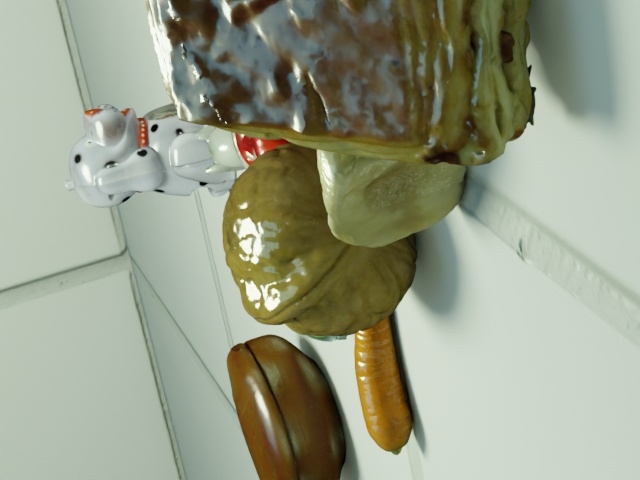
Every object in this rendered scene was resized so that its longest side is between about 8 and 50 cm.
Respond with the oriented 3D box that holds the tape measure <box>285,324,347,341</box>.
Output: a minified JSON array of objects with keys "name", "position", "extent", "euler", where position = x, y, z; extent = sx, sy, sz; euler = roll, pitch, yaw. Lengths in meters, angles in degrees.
[{"name":"tape measure","position":[-0.021,0.047,2.189],"extent":[0.154,0.087,0.177],"euler":[2,111,63]}]

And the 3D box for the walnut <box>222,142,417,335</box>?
[{"name":"walnut","position":[0.000,0.000,1.828],"extent":[0.228,0.228,0.228],"euler":[162,90,-76]}]

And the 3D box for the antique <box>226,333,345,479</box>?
[{"name":"antique","position":[-0.047,0.273,2.486],"extent":[0.223,0.129,0.278],"euler":[157,95,-76]}]

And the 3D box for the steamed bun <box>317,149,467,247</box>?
[{"name":"steamed bun","position":[0.052,-0.100,1.628],"extent":[0.172,0.141,0.155],"euler":[88,164,-58]}]

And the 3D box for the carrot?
[{"name":"carrot","position":[0.067,0.133,2.031],"extent":[0.066,0.062,0.271],"euler":[-52,-45,-66]}]

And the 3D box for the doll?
[{"name":"doll","position":[-0.063,-0.129,2.148],"extent":[0.384,0.099,0.188],"euler":[5,111,68]}]

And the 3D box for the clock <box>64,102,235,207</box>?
[{"name":"clock","position":[-0.278,-0.133,2.641],"extent":[0.189,0.254,0.188],"euler":[167,90,-76]}]

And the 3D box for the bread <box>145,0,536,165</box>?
[{"name":"bread","position":[0.020,-0.214,1.377],"extent":[0.325,0.167,0.277],"euler":[5,117,29]}]
